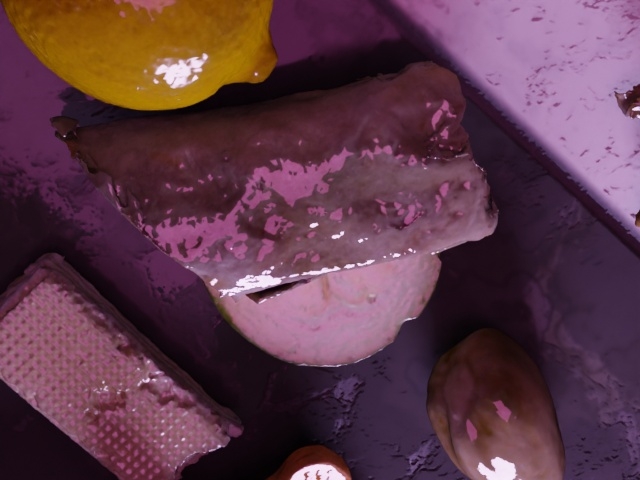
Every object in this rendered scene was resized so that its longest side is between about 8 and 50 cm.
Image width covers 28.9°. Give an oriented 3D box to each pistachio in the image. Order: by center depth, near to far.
[{"bbox_3d":[0.163,0.165,1.119,0.108,0.126,0.185,-5,120,39],"label":"pistachio"}]

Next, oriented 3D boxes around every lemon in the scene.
[{"bbox_3d":[-0.136,-0.194,0.918,0.244,0.187,0.186,29,102,-16],"label":"lemon"}]

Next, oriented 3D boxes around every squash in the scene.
[{"bbox_3d":[0.000,-0.001,1.077,0.219,0.041,0.219,-1,103,-6],"label":"squash"}]

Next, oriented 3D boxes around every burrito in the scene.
[{"bbox_3d":[-0.030,-0.039,0.995,0.348,0.107,0.175,-9,90,-5],"label":"burrito"}]

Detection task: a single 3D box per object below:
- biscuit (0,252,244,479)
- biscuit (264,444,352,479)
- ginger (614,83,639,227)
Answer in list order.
[{"bbox_3d":[-0.185,0.123,1.075,0.108,0.062,0.239,-43,109,7],"label":"biscuit"},{"bbox_3d":[-0.112,0.286,1.117,0.324,0.049,0.205,-25,133,-6],"label":"biscuit"},{"bbox_3d":[0.344,-0.015,1.090,0.122,0.084,0.290,-24,110,-7],"label":"ginger"}]
